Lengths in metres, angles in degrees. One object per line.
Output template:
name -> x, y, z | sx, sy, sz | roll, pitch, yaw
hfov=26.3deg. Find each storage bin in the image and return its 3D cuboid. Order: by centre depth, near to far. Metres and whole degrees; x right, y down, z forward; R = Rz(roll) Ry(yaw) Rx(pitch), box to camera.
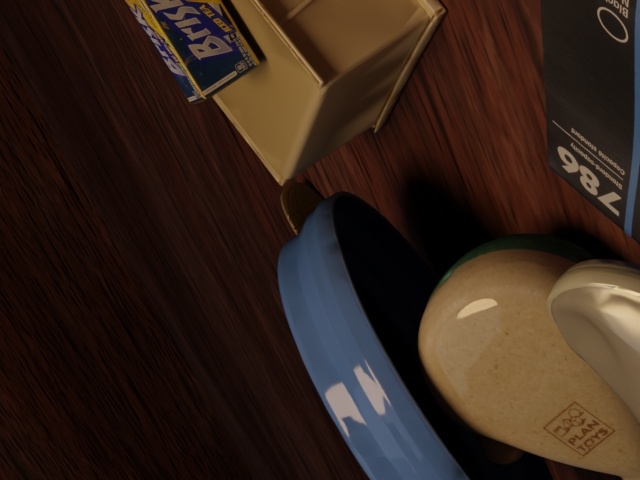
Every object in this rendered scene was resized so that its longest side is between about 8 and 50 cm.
storage bin -> -0.045, -0.213, 1.195 | 0.260, 0.123, 0.262 | 53, 164, 7

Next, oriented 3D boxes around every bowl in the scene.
bowl -> 0.093, 0.137, 1.271 | 0.391, 0.077, 0.391 | 52, -166, -19

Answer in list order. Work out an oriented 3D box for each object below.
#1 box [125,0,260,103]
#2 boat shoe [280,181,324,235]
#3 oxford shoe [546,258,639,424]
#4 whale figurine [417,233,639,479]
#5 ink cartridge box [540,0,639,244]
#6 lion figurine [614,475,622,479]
box -> -0.122, -0.197, 1.112 | 0.169, 0.059, 0.054 | 58, 166, -10
boat shoe -> 0.000, 0.000, 1.622 | 0.152, 0.056, 0.049 | 55, 159, -4
oxford shoe -> 0.315, 0.186, 0.914 | 0.449, 0.130, 0.169 | 45, 162, 14
whale figurine -> 0.211, 0.105, 1.124 | 0.272, 0.141, 0.216 | 37, 124, -4
ink cartridge box -> 0.210, -0.064, 0.818 | 0.165, 0.065, 0.332 | 45, 169, 28
lion figurine -> 0.239, 0.354, 1.320 | 0.142, 0.240, 0.392 | 41, 161, 18
